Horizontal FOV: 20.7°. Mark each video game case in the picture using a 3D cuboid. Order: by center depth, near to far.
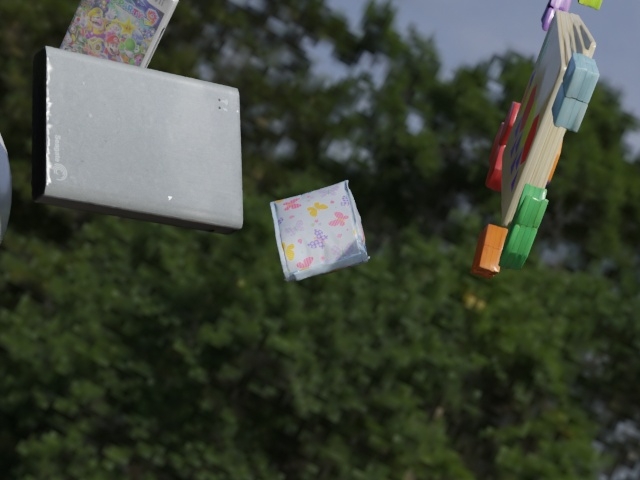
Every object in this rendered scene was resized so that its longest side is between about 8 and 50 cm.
[{"bbox_3d":[-0.195,-0.201,1.673,0.087,0.122,0.011,35,27,11],"label":"video game case"}]

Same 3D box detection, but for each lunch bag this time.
[{"bbox_3d":[0.000,0.000,1.414,0.071,0.083,0.053,-17,-54,3],"label":"lunch bag"}]

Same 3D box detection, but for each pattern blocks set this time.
[{"bbox_3d":[0.176,-0.100,1.378,0.026,0.325,0.285,18,-59,-1],"label":"pattern blocks set"}]

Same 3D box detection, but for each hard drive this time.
[{"bbox_3d":[-0.110,-0.059,1.062,0.135,0.094,0.022,10,-22,-33],"label":"hard drive"}]

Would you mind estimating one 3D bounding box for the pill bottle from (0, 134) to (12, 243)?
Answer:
[{"bbox_3d":[-0.303,0.008,0.950,0.224,0.224,0.392,29,14,-4],"label":"pill bottle"}]
